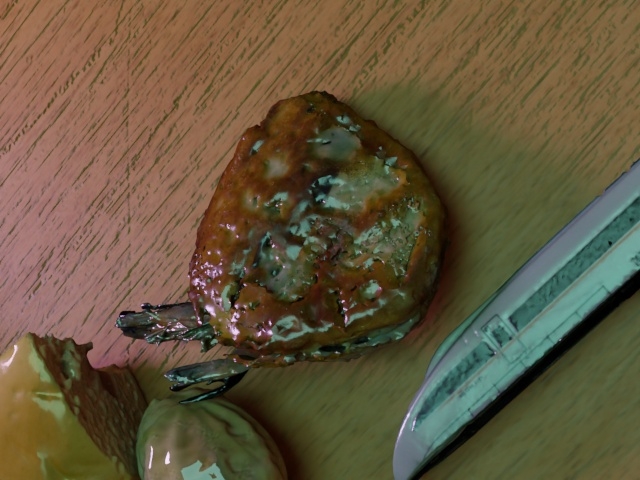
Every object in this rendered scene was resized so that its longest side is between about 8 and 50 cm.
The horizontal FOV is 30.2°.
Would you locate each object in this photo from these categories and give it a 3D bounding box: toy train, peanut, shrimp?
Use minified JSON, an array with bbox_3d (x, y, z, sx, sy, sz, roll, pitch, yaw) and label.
[{"bbox_3d":[0.197,0.080,1.128,0.407,0.086,0.088,-45,70,15],"label":"toy train"},{"bbox_3d":[-0.083,0.292,1.211,0.149,0.149,0.313,-29,73,20],"label":"peanut"},{"bbox_3d":[-0.136,0.112,1.257,0.219,0.152,0.046,-1,124,24],"label":"shrimp"}]

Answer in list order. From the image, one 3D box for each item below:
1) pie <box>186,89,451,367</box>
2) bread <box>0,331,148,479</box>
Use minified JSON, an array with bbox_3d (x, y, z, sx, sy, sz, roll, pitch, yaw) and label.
[{"bbox_3d":[-0.001,-0.001,1.203,0.308,0.085,0.308,-7,63,14],"label":"pie"},{"bbox_3d":[-0.290,0.238,1.292,0.224,0.183,0.211,-37,77,19],"label":"bread"}]
